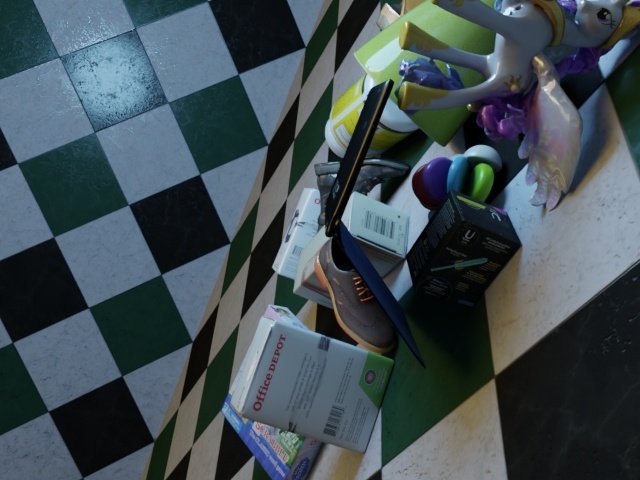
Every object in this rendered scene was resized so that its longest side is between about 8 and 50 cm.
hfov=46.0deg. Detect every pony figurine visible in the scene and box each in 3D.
[{"bbox_3d":[0.305,-0.266,1.184,0.303,0.363,0.351,-100,19,-47],"label":"pony figurine"}]

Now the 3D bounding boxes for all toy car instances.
[{"bbox_3d":[0.245,-0.103,1.415,0.182,0.136,0.159,-19,52,69],"label":"toy car"}]

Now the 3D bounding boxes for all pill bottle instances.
[{"bbox_3d":[0.138,-0.320,1.917,0.334,0.188,0.188,-27,45,65],"label":"pill bottle"}]

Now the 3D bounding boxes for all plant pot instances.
[{"bbox_3d":[0.269,-0.391,1.546,0.293,0.275,0.275,-43,24,16],"label":"plant pot"}]

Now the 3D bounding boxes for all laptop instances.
[{"bbox_3d":[0.134,-0.050,1.359,0.382,0.236,0.408,-92,23,-80],"label":"laptop"}]

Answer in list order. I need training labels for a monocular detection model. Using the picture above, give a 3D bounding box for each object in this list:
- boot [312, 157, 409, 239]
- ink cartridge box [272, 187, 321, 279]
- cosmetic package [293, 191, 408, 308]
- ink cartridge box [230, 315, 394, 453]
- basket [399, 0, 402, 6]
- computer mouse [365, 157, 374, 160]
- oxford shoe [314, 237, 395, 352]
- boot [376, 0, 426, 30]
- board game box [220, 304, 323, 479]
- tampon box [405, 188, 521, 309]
[{"bbox_3d":[0.099,-0.086,1.871,0.091,0.263,0.229,-22,-71,-68],"label":"boot"},{"bbox_3d":[0.000,0.000,1.982,0.237,0.172,0.100,-68,15,3],"label":"ink cartridge box"},{"bbox_3d":[0.067,0.035,1.776,0.296,0.153,0.129,-50,24,50],"label":"cosmetic package"},{"bbox_3d":[-0.018,0.288,1.521,0.198,0.273,0.115,-70,17,-6],"label":"ink cartridge box"},{"bbox_3d":[0.294,-0.584,1.831,0.227,0.154,0.204,-51,32,37],"label":"basket"},{"bbox_3d":[0.066,-0.140,2.122,0.272,0.072,0.188,-67,16,6],"label":"computer mouse"},{"bbox_3d":[0.074,0.110,1.571,0.271,0.097,0.098,55,149,24],"label":"oxford shoe"},{"bbox_3d":[0.259,-0.528,1.696,0.109,0.220,0.283,-21,-30,-47],"label":"boot"},{"bbox_3d":[-0.088,0.366,1.801,0.319,0.066,0.318,36,106,48],"label":"board game box"},{"bbox_3d":[0.242,0.016,1.306,0.161,0.120,0.101,-59,21,29],"label":"tampon box"}]
